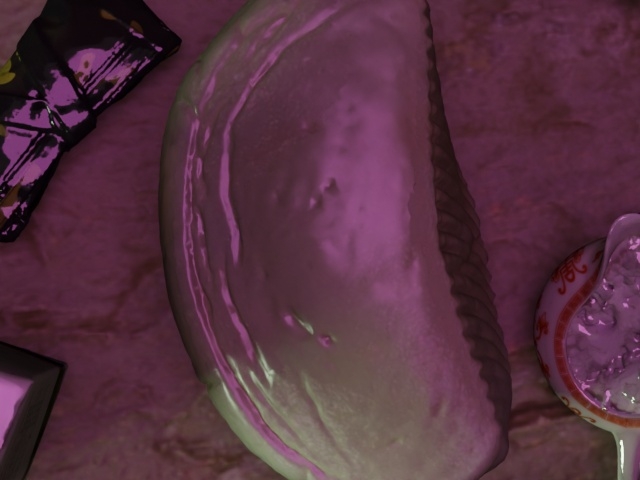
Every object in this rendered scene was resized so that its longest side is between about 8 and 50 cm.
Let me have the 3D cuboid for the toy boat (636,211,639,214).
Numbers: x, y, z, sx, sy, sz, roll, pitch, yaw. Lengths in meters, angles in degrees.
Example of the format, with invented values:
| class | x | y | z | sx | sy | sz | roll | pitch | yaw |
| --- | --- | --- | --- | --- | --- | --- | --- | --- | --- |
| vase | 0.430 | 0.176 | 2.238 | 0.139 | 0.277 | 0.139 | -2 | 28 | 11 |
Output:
| class | x | y | z | sx | sy | sz | roll | pitch | yaw |
| --- | --- | --- | --- | --- | --- | --- | --- | --- | --- |
| toy boat | 0.306 | 0.027 | 1.275 | 0.149 | 0.049 | 0.047 | 37 | 43 | -6 |

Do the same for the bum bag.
| class | x | y | z | sx | sy | sz | roll | pitch | yaw |
| --- | --- | --- | --- | --- | --- | --- | --- | --- | --- |
| bum bag | -0.214 | -0.100 | 1.232 | 0.106 | 0.060 | 0.232 | 40 | 84 | 7 |

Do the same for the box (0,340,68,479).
| class | x | y | z | sx | sy | sz | roll | pitch | yaw |
| --- | --- | --- | --- | --- | --- | --- | --- | --- | --- |
| box | -0.292 | 0.103 | 1.097 | 0.200 | 0.299 | 0.106 | 20 | 87 | -3 |

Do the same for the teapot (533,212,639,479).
| class | x | y | z | sx | sy | sz | roll | pitch | yaw |
| --- | --- | --- | --- | --- | --- | --- | --- | --- | --- |
| teapot | 0.244 | 0.084 | 1.230 | 0.159 | 0.116 | 0.246 | -5 | 106 | 12 |

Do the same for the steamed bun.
| class | x | y | z | sx | sy | sz | roll | pitch | yaw |
| --- | --- | --- | --- | --- | --- | --- | --- | --- | --- |
| steamed bun | -0.005 | -0.003 | 1.155 | 0.236 | 0.247 | 0.384 | -12 | 94 | 6 |
